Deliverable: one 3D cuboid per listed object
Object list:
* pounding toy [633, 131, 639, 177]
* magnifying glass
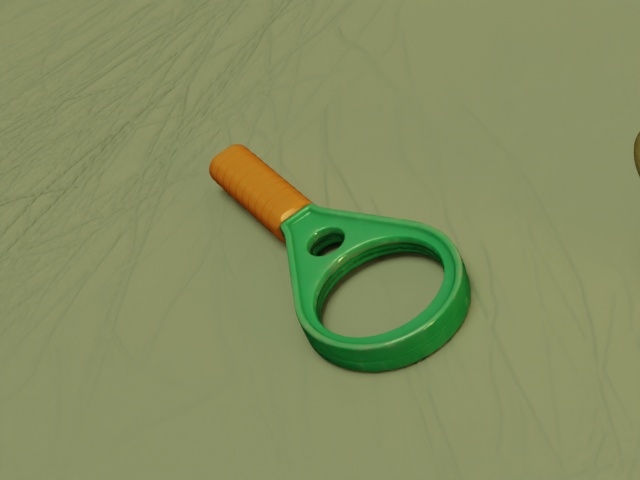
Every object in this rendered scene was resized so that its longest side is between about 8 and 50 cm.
[{"bbox_3d":[0.276,-0.052,0.652,0.270,0.155,0.154,-20,34,9],"label":"pounding toy"},{"bbox_3d":[0.000,0.000,0.861,0.092,0.026,0.231,-36,38,-11],"label":"magnifying glass"}]
